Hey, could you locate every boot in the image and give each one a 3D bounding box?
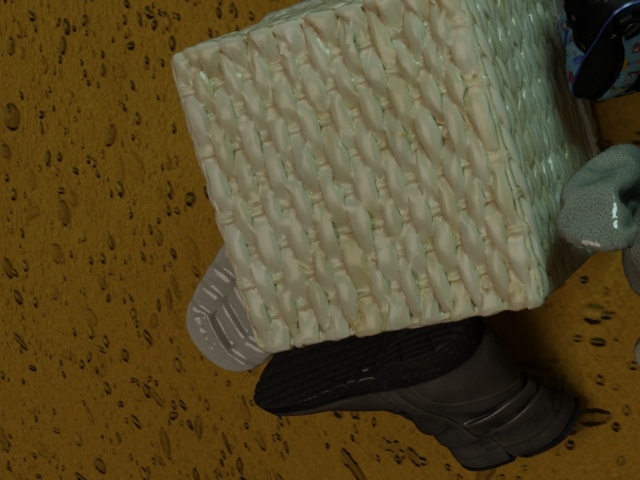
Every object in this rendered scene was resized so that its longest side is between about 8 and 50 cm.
[{"bbox_3d":[0.099,0.186,1.534,0.338,0.118,0.222,-15,131,45],"label":"boot"}]

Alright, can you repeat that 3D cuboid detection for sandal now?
[{"bbox_3d":[-0.010,-0.012,1.608,0.416,0.102,0.169,-41,90,27],"label":"sandal"}]

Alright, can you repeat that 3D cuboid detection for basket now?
[{"bbox_3d":[0.077,-0.095,1.345,0.328,0.266,0.331,-12,99,26],"label":"basket"}]

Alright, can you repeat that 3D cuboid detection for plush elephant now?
[{"bbox_3d":[0.354,0.020,1.201,0.271,0.255,0.330,10,113,38],"label":"plush elephant"}]

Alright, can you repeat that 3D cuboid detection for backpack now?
[{"bbox_3d":[0.287,-0.208,1.250,0.173,0.158,0.117,105,145,-64],"label":"backpack"}]
